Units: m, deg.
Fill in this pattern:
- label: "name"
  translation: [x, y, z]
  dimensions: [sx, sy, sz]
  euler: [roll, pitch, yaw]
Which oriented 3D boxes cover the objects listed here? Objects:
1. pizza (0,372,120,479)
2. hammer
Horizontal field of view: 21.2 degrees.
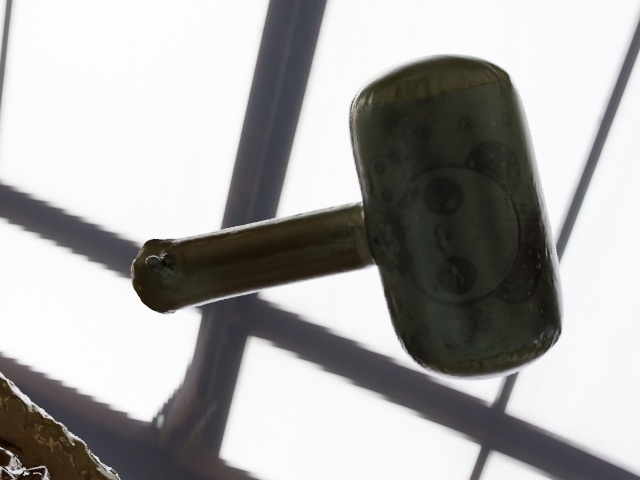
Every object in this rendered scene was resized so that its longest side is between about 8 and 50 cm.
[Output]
- label: "pizza"
  translation: [-0.118, 0.067, 0.521]
  dimensions: [0.271, 0.056, 0.134]
  euler: [42, 180, -1]
- label: "hammer"
  translation: [0.000, 0.000, 1.094]
  dimensions: [0.305, 0.202, 0.113]
  euler: [-9, -175, 30]
